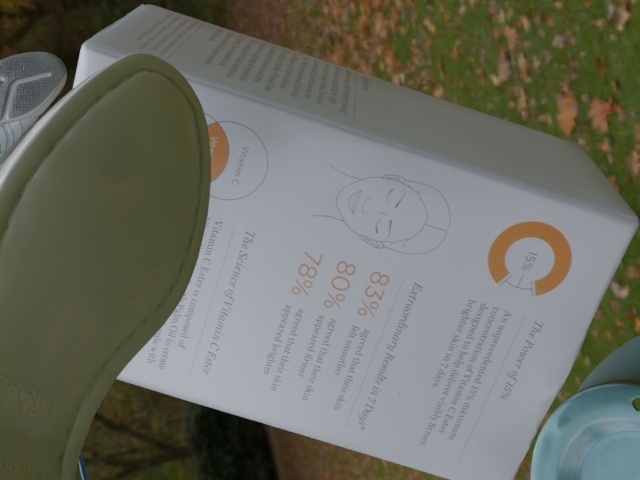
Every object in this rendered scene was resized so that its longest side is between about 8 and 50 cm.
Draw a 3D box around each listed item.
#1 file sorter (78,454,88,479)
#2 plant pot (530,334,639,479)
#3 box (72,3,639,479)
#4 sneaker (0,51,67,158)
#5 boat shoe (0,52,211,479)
[{"bbox_3d":[-0.269,0.228,0.724,0.104,0.170,0.118,-77,-13,-61],"label":"file sorter"},{"bbox_3d":[0.324,0.195,0.806,0.272,0.255,0.271,2,93,43],"label":"plant pot"},{"bbox_3d":[0.000,0.000,0.657,0.168,0.345,0.215,-82,10,-68],"label":"box"},{"bbox_3d":[-0.267,-0.098,0.780,0.053,0.152,0.061,50,-176,12],"label":"sneaker"},{"bbox_3d":[-0.140,0.044,0.425,0.109,0.091,0.305,41,-124,-38],"label":"boat shoe"}]
